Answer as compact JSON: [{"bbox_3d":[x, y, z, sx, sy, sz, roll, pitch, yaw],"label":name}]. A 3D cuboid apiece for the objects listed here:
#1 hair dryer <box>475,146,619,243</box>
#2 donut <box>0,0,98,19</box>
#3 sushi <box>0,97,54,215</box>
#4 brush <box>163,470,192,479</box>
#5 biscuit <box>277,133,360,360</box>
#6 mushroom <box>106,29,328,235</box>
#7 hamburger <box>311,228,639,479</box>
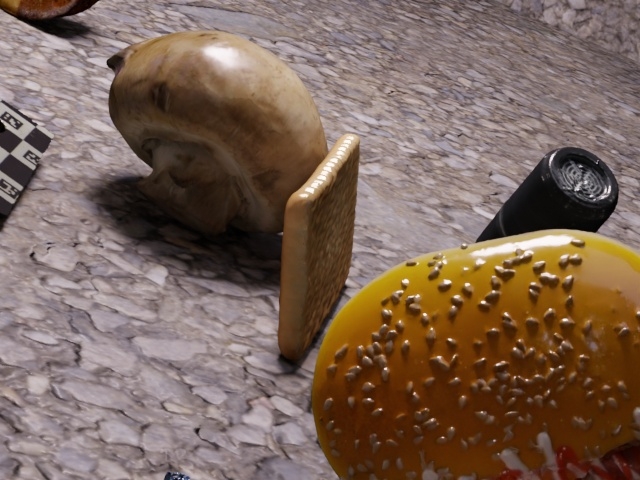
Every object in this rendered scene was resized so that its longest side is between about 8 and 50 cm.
[{"bbox_3d":[0.244,0.023,1.374,0.219,0.124,0.071,32,46,-6],"label":"hair dryer"},{"bbox_3d":[-0.358,-0.356,2.192,0.217,0.141,0.085,29,11,21],"label":"donut"},{"bbox_3d":[-0.370,-0.099,1.628,0.192,0.050,0.215,34,22,-11],"label":"sushi"},{"bbox_3d":[-0.048,0.216,1.163,0.178,0.030,0.033,34,14,33],"label":"brush"},{"bbox_3d":[-0.001,0.000,1.585,0.030,0.160,0.249,7,19,10],"label":"biscuit"},{"bbox_3d":[-0.110,-0.108,1.703,0.255,0.184,0.255,30,-8,4],"label":"mushroom"},{"bbox_3d":[0.143,0.111,1.281,0.295,0.227,0.151,-15,-8,13],"label":"hamburger"}]
